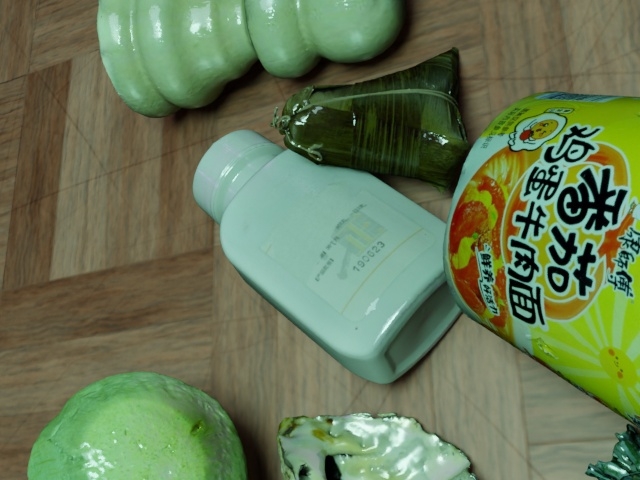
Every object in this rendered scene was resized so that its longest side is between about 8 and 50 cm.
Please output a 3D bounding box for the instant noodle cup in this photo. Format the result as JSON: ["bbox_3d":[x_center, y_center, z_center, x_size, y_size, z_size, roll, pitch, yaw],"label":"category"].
[{"bbox_3d":[0.230,0.006,0.616,0.200,0.264,0.264,24,84,46],"label":"instant noodle cup"}]

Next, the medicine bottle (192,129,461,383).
[{"bbox_3d":[0.000,0.000,0.821,0.296,0.111,0.161,36,75,31],"label":"medicine bottle"}]

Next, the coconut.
[{"bbox_3d":[-0.167,0.237,0.769,0.236,0.236,0.204,5,51,29],"label":"coconut"}]

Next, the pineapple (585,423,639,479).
[{"bbox_3d":[0.308,0.209,0.596,0.221,0.083,0.103,26,73,33],"label":"pineapple"}]

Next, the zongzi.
[{"bbox_3d":[0.051,-0.147,0.822,0.187,0.084,0.184,11,54,-5],"label":"zongzi"}]

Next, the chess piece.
[{"bbox_3d":[-0.066,-0.250,0.930,0.330,0.182,0.182,-6,69,20],"label":"chess piece"}]

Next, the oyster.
[{"bbox_3d":[0.043,0.220,0.739,0.209,0.072,0.133,3,36,15],"label":"oyster"}]
